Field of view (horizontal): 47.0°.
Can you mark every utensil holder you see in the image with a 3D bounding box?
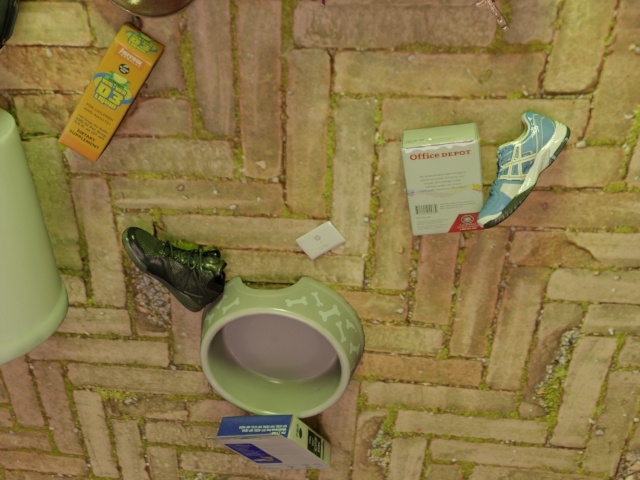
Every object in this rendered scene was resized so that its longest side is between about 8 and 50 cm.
[{"bbox_3d":[-0.652,-0.012,1.308,0.328,0.327,0.385,3,122,7],"label":"utensil holder"}]

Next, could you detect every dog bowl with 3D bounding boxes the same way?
[{"bbox_3d":[-0.087,0.228,1.509,0.349,0.102,0.348,4,125,6],"label":"dog bowl"}]

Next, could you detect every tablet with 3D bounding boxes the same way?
[{"bbox_3d":[0.000,0.000,1.395,0.083,0.006,0.054,-30,115,25],"label":"tablet"}]

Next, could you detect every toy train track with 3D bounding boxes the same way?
[{"bbox_3d":[0.260,-0.348,1.109,0.048,0.014,0.083,-30,115,26],"label":"toy train track"}]

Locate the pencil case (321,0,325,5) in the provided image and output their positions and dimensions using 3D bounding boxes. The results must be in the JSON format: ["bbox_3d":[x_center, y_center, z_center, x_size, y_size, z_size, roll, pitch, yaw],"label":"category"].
[{"bbox_3d":[0.000,-0.427,1.067,0.070,0.064,0.151,-28,116,7],"label":"pencil case"}]

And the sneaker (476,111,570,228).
[{"bbox_3d":[0.315,-0.114,1.206,0.081,0.080,0.211,34,94,0],"label":"sneaker"}]

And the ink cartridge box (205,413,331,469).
[{"bbox_3d":[-0.102,0.432,1.586,0.166,0.065,0.332,-6,152,16],"label":"ink cartridge box"}]

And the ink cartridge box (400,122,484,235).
[{"bbox_3d":[0.210,-0.103,1.249,0.128,0.072,0.175,-4,123,12],"label":"ink cartridge box"}]

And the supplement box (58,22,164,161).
[{"bbox_3d":[-0.354,-0.246,1.241,0.078,0.080,0.233,32,121,-15],"label":"supplement box"}]

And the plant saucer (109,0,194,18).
[{"bbox_3d":[-0.263,-0.441,1.118,0.199,0.036,0.198,5,125,7],"label":"plant saucer"}]

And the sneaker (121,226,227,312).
[{"bbox_3d":[-0.268,0.035,1.417,0.130,0.087,0.227,-32,117,25],"label":"sneaker"}]

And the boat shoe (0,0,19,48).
[{"bbox_3d":[-0.514,-0.486,1.063,0.187,0.156,0.499,16,114,4],"label":"boat shoe"}]
